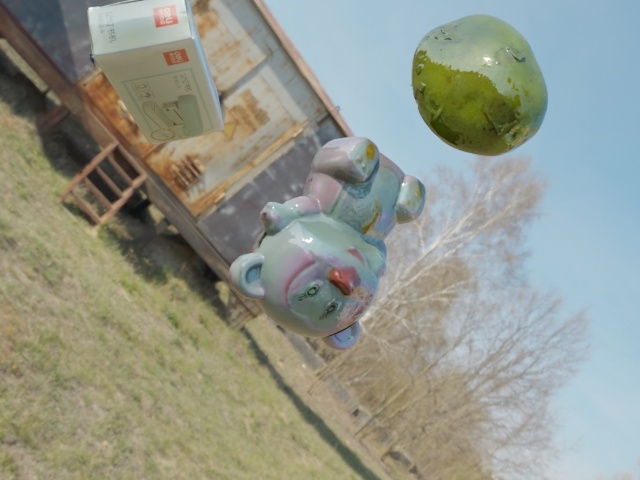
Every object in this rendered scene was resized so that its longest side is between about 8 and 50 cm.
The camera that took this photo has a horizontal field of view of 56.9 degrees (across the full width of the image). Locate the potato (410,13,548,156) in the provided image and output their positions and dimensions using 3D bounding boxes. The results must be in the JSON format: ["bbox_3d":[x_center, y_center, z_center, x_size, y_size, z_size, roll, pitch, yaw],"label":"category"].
[{"bbox_3d":[0.229,-0.235,0.873,0.148,0.187,0.253,96,-26,-48],"label":"potato"}]

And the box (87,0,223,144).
[{"bbox_3d":[-0.231,-0.240,0.868,0.269,0.135,0.079,92,-15,-74],"label":"box"}]

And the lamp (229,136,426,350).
[{"bbox_3d":[0.000,0.000,0.937,0.247,0.301,0.248,35,-14,-33],"label":"lamp"}]
